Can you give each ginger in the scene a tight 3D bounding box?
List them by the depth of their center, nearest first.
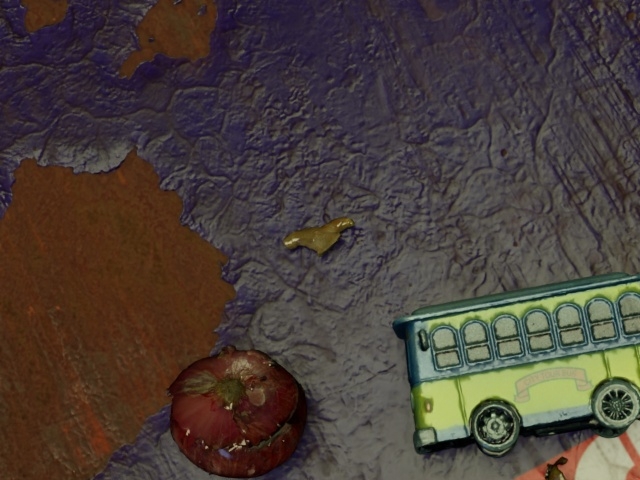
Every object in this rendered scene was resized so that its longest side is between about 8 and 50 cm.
[{"bbox_3d":[0.001,0.001,1.801,0.097,0.030,0.048,-18,48,1],"label":"ginger"}]

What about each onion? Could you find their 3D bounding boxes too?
[{"bbox_3d":[-0.106,0.229,1.719,0.184,0.147,0.184,7,38,-6],"label":"onion"}]

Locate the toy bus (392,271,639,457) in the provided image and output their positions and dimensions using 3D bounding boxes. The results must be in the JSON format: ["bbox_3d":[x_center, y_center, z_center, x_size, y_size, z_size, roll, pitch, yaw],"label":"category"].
[{"bbox_3d":[0.255,0.155,1.668,0.312,0.152,0.190,-11,77,5],"label":"toy bus"}]

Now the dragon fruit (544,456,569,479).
[{"bbox_3d":[0.326,0.368,1.636,0.125,0.125,0.246,-8,52,-25],"label":"dragon fruit"}]
